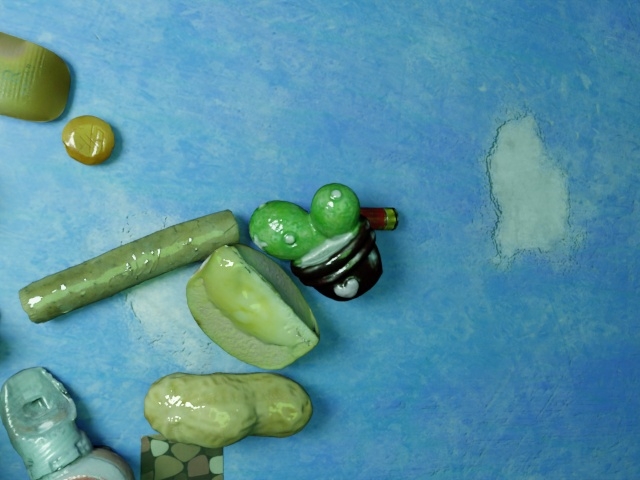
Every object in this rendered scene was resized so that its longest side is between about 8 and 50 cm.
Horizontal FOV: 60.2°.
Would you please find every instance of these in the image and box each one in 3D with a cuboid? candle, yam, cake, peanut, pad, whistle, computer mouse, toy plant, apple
[{"bbox_3d":[0.095,-0.044,1.144,0.131,0.052,0.051,-2,96,-22],"label":"candle"},{"bbox_3d":[-0.320,0.038,0.959,0.372,0.083,0.083,-21,103,-18],"label":"yam"},{"bbox_3d":[-0.390,-0.167,0.927,0.084,0.044,0.083,-2,96,-25],"label":"cake"},{"bbox_3d":[-0.160,0.312,1.016,0.319,0.148,0.147,10,91,-24],"label":"peanut"},{"bbox_3d":[-0.264,0.478,1.065,0.158,0.003,0.234,-1,95,-23],"label":"pad"},{"bbox_3d":[-0.423,0.374,0.907,0.189,0.189,0.347,-25,93,-19],"label":"whistle"},{"bbox_3d":[-0.523,-0.264,0.856,0.245,0.056,0.125,13,89,-22],"label":"computer mouse"},{"bbox_3d":[0.000,0.000,1.042,0.218,0.175,0.235,-27,112,22],"label":"toy plant"},{"bbox_3d":[-0.134,0.121,1.024,0.193,0.120,0.265,-33,110,26],"label":"apple"}]
